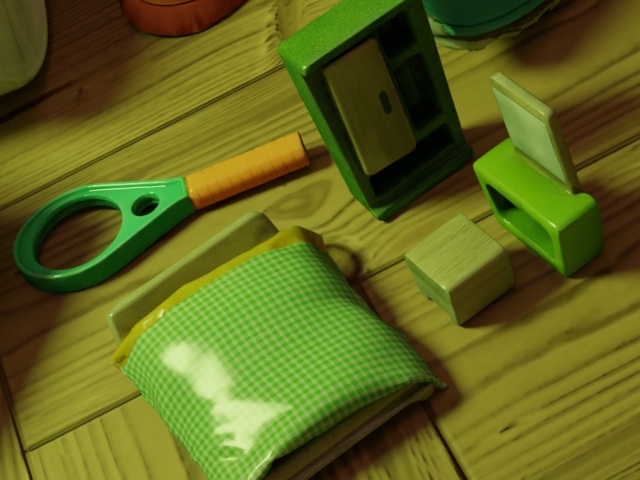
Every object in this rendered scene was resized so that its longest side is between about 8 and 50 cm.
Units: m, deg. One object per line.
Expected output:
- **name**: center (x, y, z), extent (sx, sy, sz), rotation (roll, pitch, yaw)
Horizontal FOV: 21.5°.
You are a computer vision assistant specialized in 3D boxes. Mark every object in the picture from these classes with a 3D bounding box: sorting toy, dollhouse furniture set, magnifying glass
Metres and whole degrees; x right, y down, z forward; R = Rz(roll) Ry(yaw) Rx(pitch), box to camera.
- **sorting toy**: center (-0.193, -0.325, 1.454), extent (0.127, 0.126, 0.365), rotation (-34, 54, -12)
- **dollhouse furniture set**: center (0.000, 0.000, 1.073), extent (0.301, 0.151, 0.197), rotation (-36, 45, -11)
- **magnifying glass**: center (-0.119, -0.027, 1.244), extent (0.231, 0.026, 0.092), rotation (-20, 44, 4)

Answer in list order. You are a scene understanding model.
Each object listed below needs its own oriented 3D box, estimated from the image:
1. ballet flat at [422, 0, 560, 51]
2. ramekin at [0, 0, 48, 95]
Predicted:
- **ballet flat**: center (0.164, -0.280, 1.310), extent (0.147, 0.147, 0.409), rotation (21, 57, 37)
- **ramekin**: center (-0.351, -0.222, 1.373), extent (0.127, 0.273, 0.273), rotation (-24, 42, 20)
